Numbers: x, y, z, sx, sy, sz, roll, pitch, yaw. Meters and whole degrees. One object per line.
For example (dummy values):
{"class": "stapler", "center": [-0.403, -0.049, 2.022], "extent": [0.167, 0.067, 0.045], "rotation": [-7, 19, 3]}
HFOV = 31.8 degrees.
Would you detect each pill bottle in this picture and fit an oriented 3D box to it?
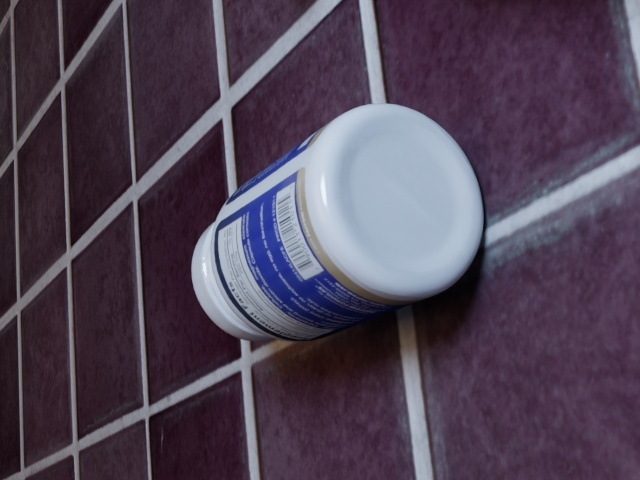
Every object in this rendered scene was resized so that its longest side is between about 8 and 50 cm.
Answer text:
{"class": "pill bottle", "center": [0.000, 0.000, 0.930], "extent": [0.264, 0.153, 0.153], "rotation": [-27, 63, 57]}
